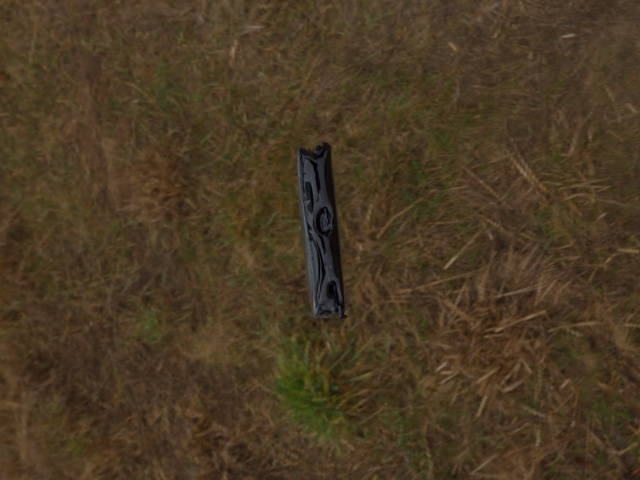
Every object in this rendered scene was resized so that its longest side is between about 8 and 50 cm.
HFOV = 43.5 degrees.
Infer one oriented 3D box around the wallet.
[{"bbox_3d":[-0.002,0.000,0.824,0.036,0.222,0.167,-7,84,-4],"label":"wallet"}]
